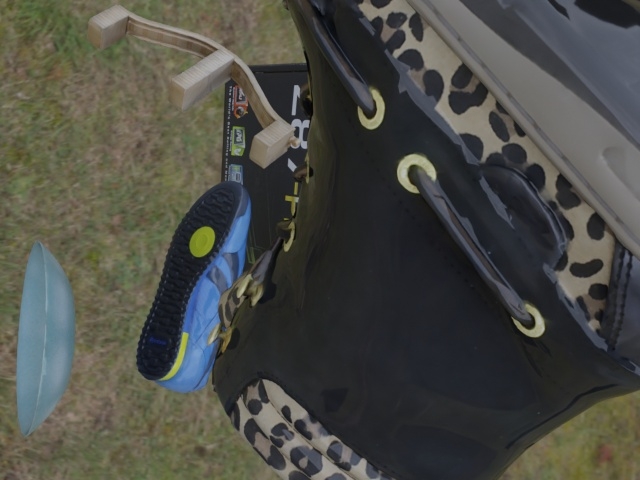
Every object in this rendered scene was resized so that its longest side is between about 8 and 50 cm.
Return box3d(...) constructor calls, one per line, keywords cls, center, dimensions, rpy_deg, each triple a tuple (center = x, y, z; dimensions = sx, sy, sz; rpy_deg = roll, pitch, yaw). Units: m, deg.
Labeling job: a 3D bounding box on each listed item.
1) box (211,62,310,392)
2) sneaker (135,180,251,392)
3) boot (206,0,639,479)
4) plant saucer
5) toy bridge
box3d(cls="box", center=(0.000, 0.009, 1.020), dimensions=(0.097, 0.318, 0.395), rpy_deg=(-1, 98, -36))
box3d(cls="sneaker", center=(-0.108, 0.046, 0.920), dimensions=(0.082, 0.069, 0.209), rpy_deg=(26, 81, -49))
box3d(cls="boot", center=(0.016, -0.046, 0.467), dimensions=(0.138, 0.284, 0.377), rpy_deg=(-23, 64, -43))
box3d(cls="plant saucer", center=(-0.274, 0.098, 0.945), dimensions=(0.037, 0.195, 0.195), rpy_deg=(4, 84, -25))
box3d(cls="toy bridge", center=(-0.089, -0.125, 0.724), dimensions=(0.188, 0.026, 0.063), rpy_deg=(36, 50, 14))
